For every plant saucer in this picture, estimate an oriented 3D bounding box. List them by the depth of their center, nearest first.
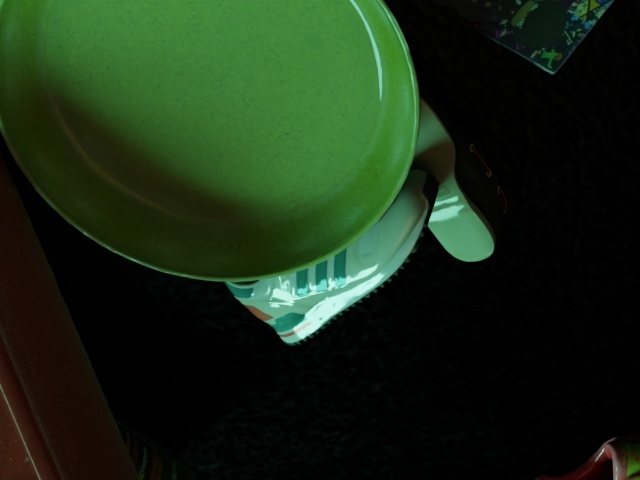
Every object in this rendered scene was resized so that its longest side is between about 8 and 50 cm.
[{"bbox_3d":[-0.063,-0.085,0.838,0.240,0.037,0.241,5,125,8],"label":"plant saucer"},{"bbox_3d":[-0.265,0.094,0.876,0.259,0.048,0.259,-23,89,11],"label":"plant saucer"}]

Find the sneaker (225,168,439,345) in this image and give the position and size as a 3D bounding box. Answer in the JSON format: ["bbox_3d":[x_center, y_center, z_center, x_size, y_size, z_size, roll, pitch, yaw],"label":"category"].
[{"bbox_3d":[0.000,0.000,0.907,0.075,0.057,0.161,36,132,-16],"label":"sneaker"}]

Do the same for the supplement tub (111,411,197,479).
[{"bbox_3d":[-0.180,0.143,0.972,0.106,0.106,0.198,-40,121,20],"label":"supplement tub"}]

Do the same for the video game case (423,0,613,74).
[{"bbox_3d":[0.106,-0.224,0.780,0.210,0.042,0.232,25,119,-22],"label":"video game case"}]

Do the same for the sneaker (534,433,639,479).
[{"bbox_3d":[0.240,0.170,1.058,0.208,0.081,0.094,-27,122,13],"label":"sneaker"}]

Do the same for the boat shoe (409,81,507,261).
[{"bbox_3d":[0.071,-0.047,0.907,0.048,0.042,0.133,-9,130,34],"label":"boat shoe"}]
